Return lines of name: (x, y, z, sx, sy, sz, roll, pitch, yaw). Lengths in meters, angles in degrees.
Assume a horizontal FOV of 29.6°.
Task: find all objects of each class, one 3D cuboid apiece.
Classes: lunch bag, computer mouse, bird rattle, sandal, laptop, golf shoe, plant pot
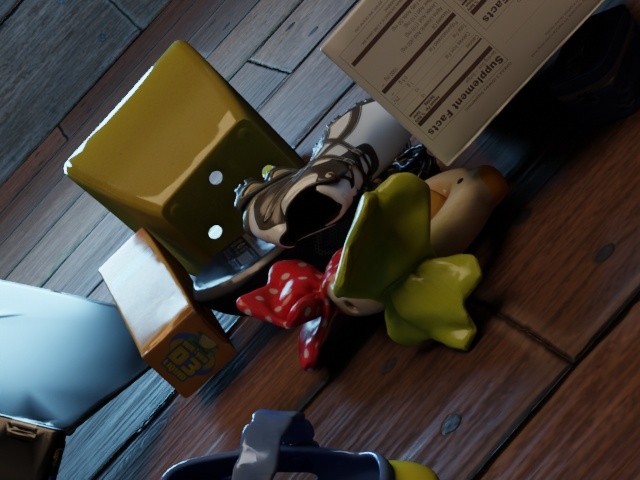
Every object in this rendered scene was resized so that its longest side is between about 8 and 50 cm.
lunch bag: (0.233, -0.146, 1.012, 0.067, 0.065, 0.098, -22, 32, 48)
computer mouse: (0.000, 0.000, 1.208, 0.272, 0.072, 0.188, -34, 20, 0)
bird rattle: (0.062, 0.022, 1.032, 0.207, 0.143, 0.253, -44, 5, -26)
sandal: (-0.065, 0.203, 0.871, 0.317, 0.138, 0.126, -34, 27, 35)
laptop: (-0.391, 0.230, 1.309, 0.382, 0.236, 0.407, 10, 80, 23)
golf shoe: (0.021, -0.056, 1.109, 0.198, 0.077, 0.094, -38, 36, -8)
plant pot: (-0.128, -0.072, 1.403, 0.212, 0.212, 0.187, -49, 35, -5)

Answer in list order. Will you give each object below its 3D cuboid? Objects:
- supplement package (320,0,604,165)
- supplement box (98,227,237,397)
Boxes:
supplement package: (0.136, -0.205, 1.070, 0.204, 0.145, 0.262, -48, 1, 16)
supplement box: (-0.166, 0.071, 1.283, 0.080, 0.078, 0.233, -44, 29, -3)
